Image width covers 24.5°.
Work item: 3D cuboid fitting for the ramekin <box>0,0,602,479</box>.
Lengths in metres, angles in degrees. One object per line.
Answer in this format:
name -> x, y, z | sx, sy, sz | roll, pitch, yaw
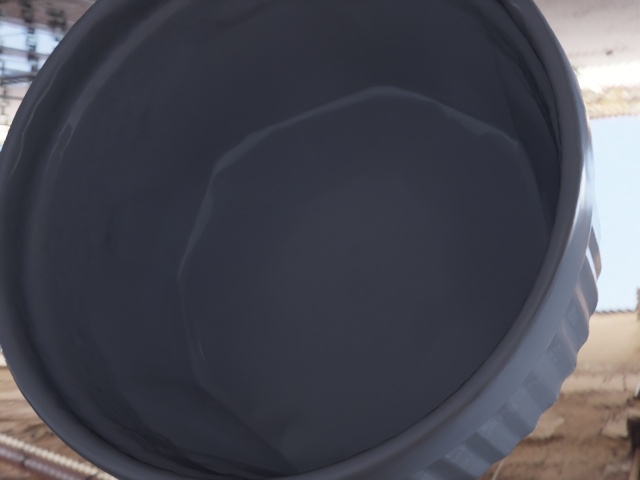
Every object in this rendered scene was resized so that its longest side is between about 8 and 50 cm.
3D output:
ramekin -> 0.000, 0.000, 0.511 | 0.207, 0.109, 0.207 | -9, -114, 20
